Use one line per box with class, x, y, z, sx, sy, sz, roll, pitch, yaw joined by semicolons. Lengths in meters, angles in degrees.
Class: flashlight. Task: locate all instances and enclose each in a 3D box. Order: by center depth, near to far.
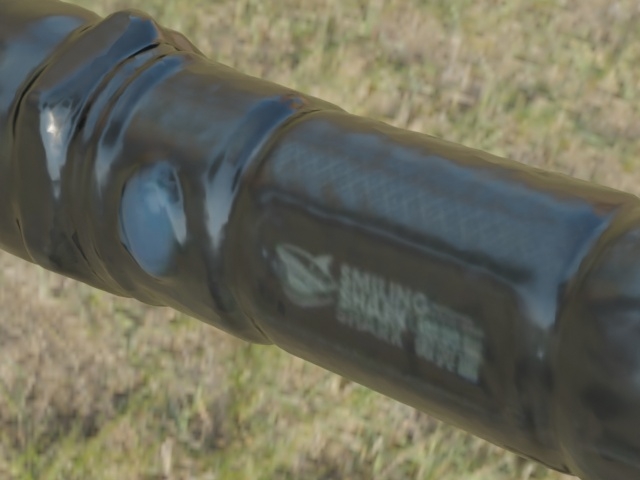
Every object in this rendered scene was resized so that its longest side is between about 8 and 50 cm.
flashlight;0.000;0.000;0.611;0.103;0.103;0.424;-35;37;-29
